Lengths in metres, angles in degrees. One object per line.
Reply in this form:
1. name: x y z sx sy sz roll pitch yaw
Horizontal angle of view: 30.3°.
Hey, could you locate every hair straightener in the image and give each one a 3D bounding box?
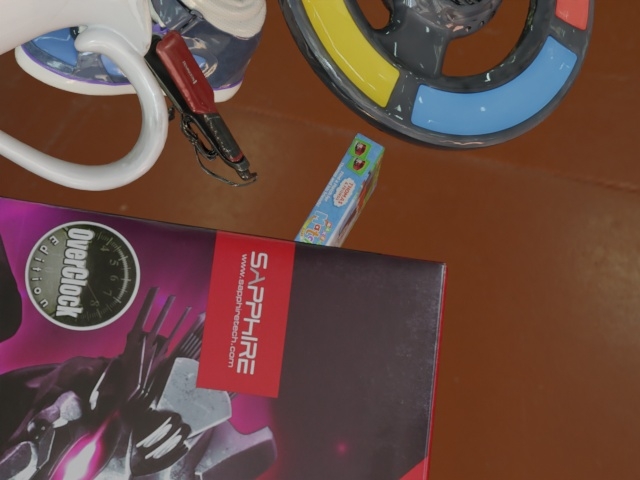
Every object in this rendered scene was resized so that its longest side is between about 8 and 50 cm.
1. hair straightener: -0.148 -0.151 1.421 0.089 0.230 0.047 4 50 46

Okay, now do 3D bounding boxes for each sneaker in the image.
1. sneaker: -0.233 -0.310 1.569 0.323 0.236 0.130 7 48 -13

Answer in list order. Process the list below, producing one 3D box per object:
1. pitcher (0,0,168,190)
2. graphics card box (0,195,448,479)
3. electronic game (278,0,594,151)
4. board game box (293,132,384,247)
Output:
1. pitcher: -0.171 -0.103 0.527 0.207 0.177 0.125 -8 8 -20
2. graphics card box: -0.127 0.102 0.603 0.371 0.094 0.232 9 77 -7
3. electronic game: 0.074 -0.167 0.718 0.229 0.229 0.048 -53 16 -23
4. board game box: 0.000 0.000 1.292 0.039 0.160 0.211 30 80 5
